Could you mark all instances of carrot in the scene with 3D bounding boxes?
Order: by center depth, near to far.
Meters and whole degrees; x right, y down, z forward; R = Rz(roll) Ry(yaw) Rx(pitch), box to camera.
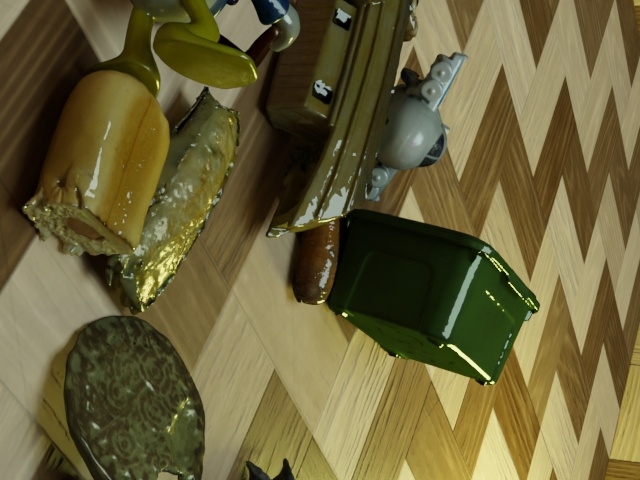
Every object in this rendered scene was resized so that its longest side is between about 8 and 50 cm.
[{"bbox_3d":[0.000,0.000,1.698,0.060,0.060,0.186,32,65,-60],"label":"carrot"}]

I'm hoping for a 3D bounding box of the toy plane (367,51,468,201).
[{"bbox_3d":[0.136,-0.173,1.835,0.267,0.122,0.267,-59,-179,2],"label":"toy plane"}]

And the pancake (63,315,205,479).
[{"bbox_3d":[-0.192,0.180,1.292,0.235,0.029,0.212,12,58,-61],"label":"pancake"}]

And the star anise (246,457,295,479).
[{"bbox_3d":[-0.073,0.385,1.591,0.204,0.061,0.181,-40,128,-56],"label":"star anise"}]

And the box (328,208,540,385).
[{"bbox_3d":[0.172,0.094,1.856,0.328,0.252,0.178,37,69,-58],"label":"box"}]

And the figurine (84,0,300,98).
[{"bbox_3d":[-0.101,-0.295,1.320,0.283,0.204,0.338,37,56,-59],"label":"figurine"}]

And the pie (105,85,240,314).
[{"bbox_3d":[-0.161,-0.043,1.354,0.129,0.068,0.282,83,28,-52],"label":"pie"}]

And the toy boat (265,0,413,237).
[{"bbox_3d":[0.015,-0.204,1.619,0.162,0.136,0.445,24,66,-26],"label":"toy boat"}]

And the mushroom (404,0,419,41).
[{"bbox_3d":[0.112,-0.401,1.860,0.094,0.072,0.210,44,43,-53],"label":"mushroom"}]

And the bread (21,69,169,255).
[{"bbox_3d":[-0.222,-0.077,1.215,0.134,0.085,0.173,50,50,-54],"label":"bread"}]
